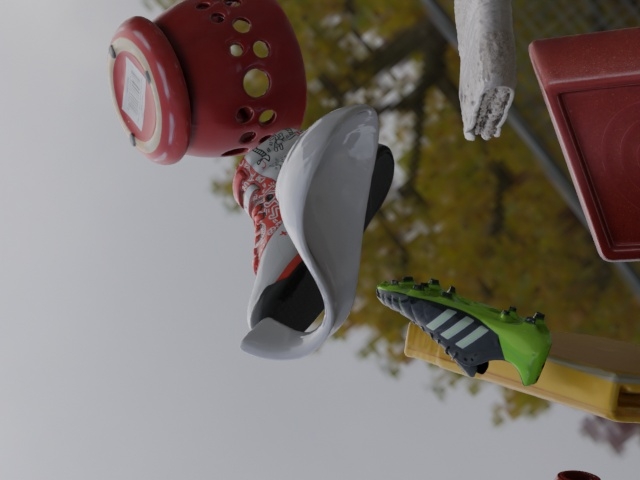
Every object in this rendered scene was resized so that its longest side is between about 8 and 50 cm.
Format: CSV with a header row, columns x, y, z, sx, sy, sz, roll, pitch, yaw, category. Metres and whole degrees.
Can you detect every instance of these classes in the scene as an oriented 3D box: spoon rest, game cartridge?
x,y,z,sx,sy,sz,roll,pitch,yaw,category
0.000,0.000,1.641,0.084,0.276,0.137,29,-141,16,spoon rest
0.281,0.133,1.842,0.285,0.052,0.324,7,-178,-35,game cartridge

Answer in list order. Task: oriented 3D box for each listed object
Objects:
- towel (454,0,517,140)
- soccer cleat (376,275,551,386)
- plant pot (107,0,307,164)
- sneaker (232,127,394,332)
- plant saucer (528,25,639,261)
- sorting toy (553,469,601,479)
x,y,z,sx,sy,sz,roll,pitch,yaw,category
0.178,-0.221,2.037,0.282,0.049,0.187,88,178,-80,towel
0.126,0.083,1.700,0.179,0.072,0.060,18,-166,27,soccer cleat
-0.132,-0.179,2.074,0.174,0.191,0.191,-19,-115,-28,plant pot
-0.043,-0.009,1.951,0.270,0.145,0.090,-58,-32,-28,sneaker
0.339,-0.081,1.757,0.048,0.259,0.258,-51,-53,-44,plant saucer
0.227,0.241,1.676,0.061,0.042,0.102,11,-167,31,sorting toy
